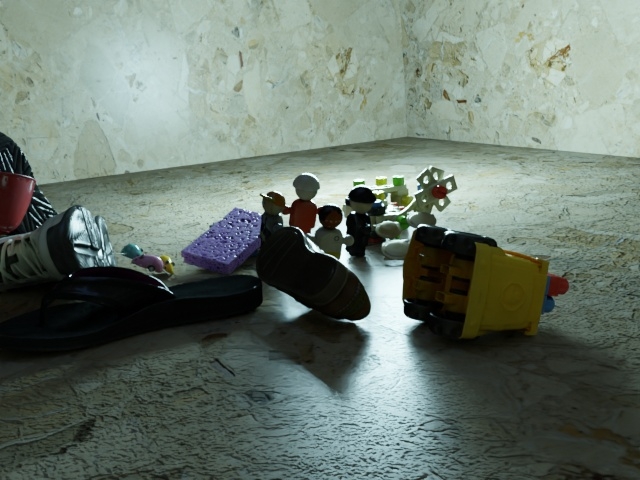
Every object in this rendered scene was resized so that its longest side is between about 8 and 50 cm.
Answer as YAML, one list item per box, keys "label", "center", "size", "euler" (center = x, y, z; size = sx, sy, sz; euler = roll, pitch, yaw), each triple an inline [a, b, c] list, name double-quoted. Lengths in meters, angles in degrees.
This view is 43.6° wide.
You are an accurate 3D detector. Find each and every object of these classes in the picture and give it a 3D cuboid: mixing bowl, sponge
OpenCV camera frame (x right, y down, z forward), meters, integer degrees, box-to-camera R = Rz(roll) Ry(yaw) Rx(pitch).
- label: "mixing bowl"
  center: [-0.607, -0.061, 1.443]
  size: [0.181, 0.098, 0.181]
  euler: [-4, -7, 0]
- label: "sponge"
  center: [-0.188, -0.003, 1.706]
  size: [0.117, 0.031, 0.210]
  euler: [14, 35, 24]

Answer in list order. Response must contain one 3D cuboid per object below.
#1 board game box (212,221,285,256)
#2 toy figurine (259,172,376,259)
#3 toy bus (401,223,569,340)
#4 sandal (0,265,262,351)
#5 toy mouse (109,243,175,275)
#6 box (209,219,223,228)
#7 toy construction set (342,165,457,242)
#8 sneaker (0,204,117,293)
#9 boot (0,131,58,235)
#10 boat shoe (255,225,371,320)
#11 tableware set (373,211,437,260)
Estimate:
- label: "board game box"
  center: [-0.164, -0.010, 1.860]
  size: [0.165, 0.042, 0.243]
  euler: [-6, 13, -7]
- label: "toy figurine"
  center: [-0.008, -0.044, 1.636]
  size: [0.213, 0.148, 0.209]
  euler: [17, 22, 26]
- label: "toy bus"
  center: [0.249, 0.062, 1.200]
  size: [0.211, 0.149, 0.220]
  euler: [5, 6, -20]
- label: "sandal"
  center: [-0.316, 0.089, 1.327]
  size: [0.446, 0.107, 0.167]
  euler: [-10, 14, -23]
- label: "toy mouse"
  center: [-0.357, 0.034, 1.620]
  size: [0.143, 0.031, 0.161]
  euler: [21, 2, -31]
- label: "box"
  center: [-0.233, -0.036, 2.057]
  size: [0.083, 0.018, 0.067]
  euler: [2, 14, 28]
- label: "toy construction set"
  center: [0.173, -0.081, 1.859]
  size: [0.215, 0.151, 0.328]
  euler: [-9, 3, -22]
- label: "sneaker"
  center: [-0.538, 0.049, 1.516]
  size: [0.257, 0.169, 0.447]
  euler: [-16, 2, -9]
- label: "boot"
  center: [-0.840, -0.137, 2.075]
  size: [0.260, 0.348, 0.131]
  euler: [14, 45, 43]
- label: "boat shoe"
  center: [-0.018, 0.065, 1.350]
  size: [0.110, 0.104, 0.307]
  euler: [-50, 27, -1]
- label: "tableware set"
  center: [0.186, -0.007, 1.661]
  size: [0.141, 0.020, 0.168]
  euler: [-7, 36, -6]
